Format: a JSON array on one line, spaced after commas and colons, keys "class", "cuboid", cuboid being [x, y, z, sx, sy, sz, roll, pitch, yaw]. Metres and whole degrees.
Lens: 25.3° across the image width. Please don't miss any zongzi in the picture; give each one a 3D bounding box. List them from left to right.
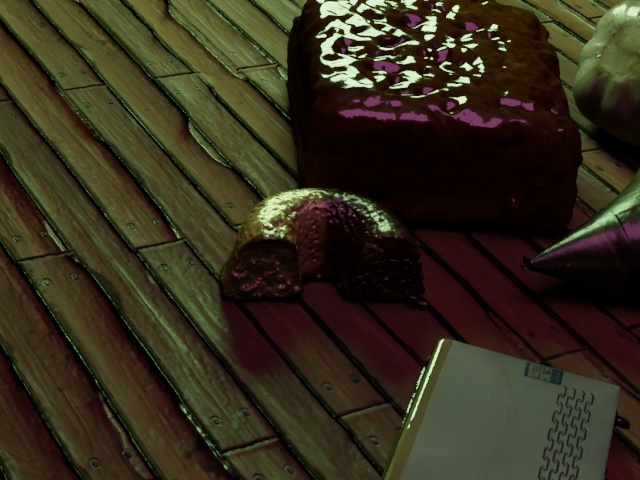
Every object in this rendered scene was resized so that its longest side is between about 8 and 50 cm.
[{"class": "zongzi", "cuboid": [0.335, -0.020, 1.620, 0.242, 0.112, 0.221, 0, 31, 0]}]

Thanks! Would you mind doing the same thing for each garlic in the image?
[{"class": "garlic", "cuboid": [0.466, -0.209, 1.896, 0.212, 0.218, 0.218, 27, 15, -44]}]

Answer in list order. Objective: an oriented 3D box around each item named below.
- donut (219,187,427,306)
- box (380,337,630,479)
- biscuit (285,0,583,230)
[{"class": "donut", "cuboid": [-0.002, 0.001, 1.515, 0.217, 0.085, 0.141, -2, 35, -14]}, {"class": "box", "cuboid": [0.169, 0.200, 1.292, 0.210, 0.045, 0.270, 15, 33, 8]}, {"class": "biscuit", "cuboid": [0.131, -0.180, 1.752, 0.342, 0.166, 0.395, 2, 35, -8]}]
